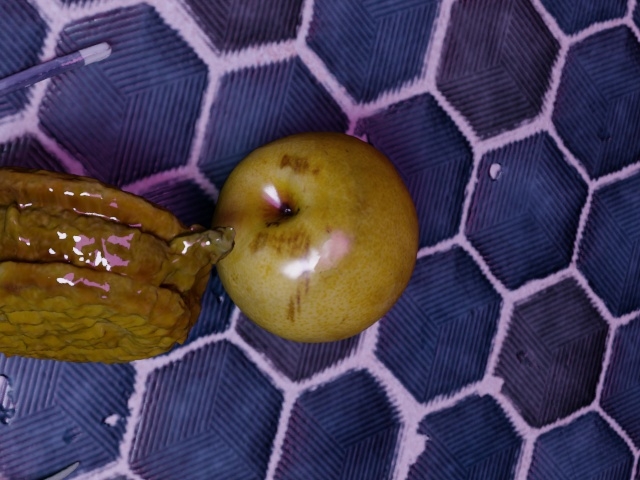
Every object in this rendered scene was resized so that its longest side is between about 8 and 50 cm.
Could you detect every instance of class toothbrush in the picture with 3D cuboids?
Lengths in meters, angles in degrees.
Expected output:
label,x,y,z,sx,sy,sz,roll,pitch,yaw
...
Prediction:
label,x,y,z,sx,sy,sz,roll,pitch,yaw
toothbrush,-0.322,-0.128,1.129,0.288,0.024,0.026,-26,92,-22

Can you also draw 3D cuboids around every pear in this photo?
label,x,y,z,sx,sy,sz,roll,pitch,yaw
pear,0.000,0.000,1.209,0.209,0.209,0.208,-3,96,-27

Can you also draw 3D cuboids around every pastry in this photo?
label,x,y,z,sx,sy,sz,roll,pitch,yaw
pastry,-0.214,0.037,1.085,0.235,0.240,0.132,17,71,-14

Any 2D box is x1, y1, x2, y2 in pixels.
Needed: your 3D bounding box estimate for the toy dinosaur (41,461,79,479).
label,x,y,z,sx,sy,sz,roll,pitch,yaw
toy dinosaur,-0.367,0.225,1.060,0.393,0.092,0.205,8,129,-40
